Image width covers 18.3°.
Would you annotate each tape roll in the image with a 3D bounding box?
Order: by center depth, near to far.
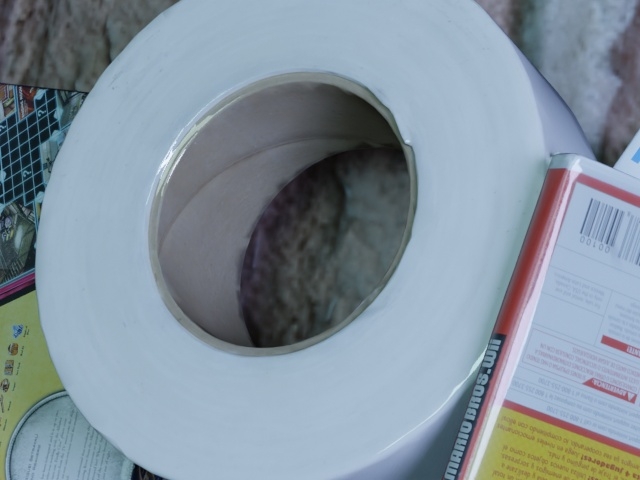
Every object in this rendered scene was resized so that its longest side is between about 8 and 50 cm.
[{"bbox_3d":[0.000,0.000,1.007,0.286,0.100,0.286,-10,67,24],"label":"tape roll"}]

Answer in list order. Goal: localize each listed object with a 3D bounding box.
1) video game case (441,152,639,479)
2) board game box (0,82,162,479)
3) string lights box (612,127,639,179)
[{"bbox_3d":[0.150,0.128,0.906,0.204,0.025,0.285,22,84,-19],"label":"video game case"},{"bbox_3d":[-0.153,0.034,1.150,0.165,0.042,0.243,8,79,21],"label":"board game box"},{"bbox_3d":[0.152,0.085,1.011,0.133,0.077,0.260,35,89,24],"label":"string lights box"}]
